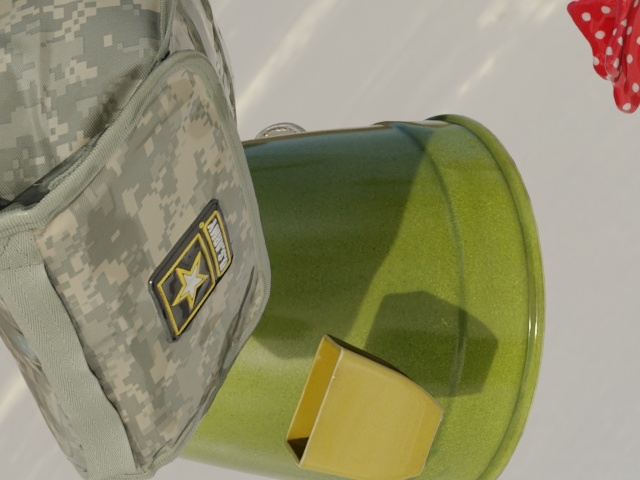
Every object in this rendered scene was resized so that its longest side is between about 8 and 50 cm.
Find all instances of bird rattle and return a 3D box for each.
[{"bbox_3d":[0.361,-0.202,1.369,0.253,0.207,0.143,-54,20,-7],"label":"bird rattle"}]

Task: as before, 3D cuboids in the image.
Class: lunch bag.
[{"bbox_3d":[-0.122,-0.038,0.835,0.235,0.169,0.287,77,-176,-50],"label":"lunch bag"}]

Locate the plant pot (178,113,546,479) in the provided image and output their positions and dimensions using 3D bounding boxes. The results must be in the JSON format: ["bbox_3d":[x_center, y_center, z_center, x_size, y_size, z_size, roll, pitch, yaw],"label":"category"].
[{"bbox_3d":[-0.046,0.058,1.365,0.366,0.353,0.366,-178,90,-66],"label":"plant pot"}]

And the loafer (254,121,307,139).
[{"bbox_3d":[0.000,0.000,1.720,0.112,0.319,0.111,-28,-20,7],"label":"loafer"}]

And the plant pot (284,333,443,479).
[{"bbox_3d":[0.032,0.117,1.012,0.081,0.083,0.081,-156,86,-80],"label":"plant pot"}]
